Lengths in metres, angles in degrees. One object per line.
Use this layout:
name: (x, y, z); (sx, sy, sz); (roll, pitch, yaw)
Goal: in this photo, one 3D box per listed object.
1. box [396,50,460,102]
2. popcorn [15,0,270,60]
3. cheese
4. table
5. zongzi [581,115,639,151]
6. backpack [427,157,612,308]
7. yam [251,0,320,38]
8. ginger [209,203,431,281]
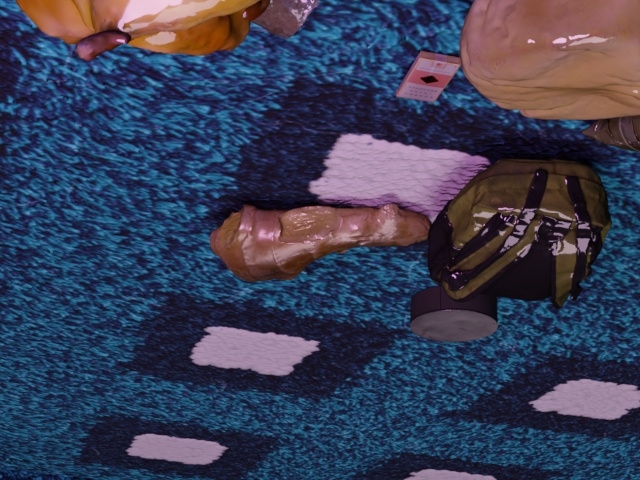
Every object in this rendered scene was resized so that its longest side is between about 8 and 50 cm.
box: (0.115, -0.176, 1.410); (0.046, 0.012, 0.083); (8, 155, -12)
popcorn: (-0.145, -0.275, 0.945); (0.297, 0.281, 0.316); (-22, 103, 45)
cheese: (0.254, -0.188, 1.267); (0.226, 0.117, 0.214); (-8, 158, 33)
table: (0.202, 0.112, 1.991); (0.133, 0.043, 0.133); (2, 155, 1)
zongzi: (0.390, -0.130, 1.472); (0.154, 0.062, 0.130); (-5, 180, -23)
backpack: (0.247, -0.007, 1.615); (0.207, 0.140, 0.253); (5, 154, -10)
yam: (-0.107, -0.269, 1.122); (0.259, 0.106, 0.106); (30, 149, -8)
ginger: (0.000, 0.000, 1.724); (0.294, 0.086, 0.131); (-5, 133, 3)
